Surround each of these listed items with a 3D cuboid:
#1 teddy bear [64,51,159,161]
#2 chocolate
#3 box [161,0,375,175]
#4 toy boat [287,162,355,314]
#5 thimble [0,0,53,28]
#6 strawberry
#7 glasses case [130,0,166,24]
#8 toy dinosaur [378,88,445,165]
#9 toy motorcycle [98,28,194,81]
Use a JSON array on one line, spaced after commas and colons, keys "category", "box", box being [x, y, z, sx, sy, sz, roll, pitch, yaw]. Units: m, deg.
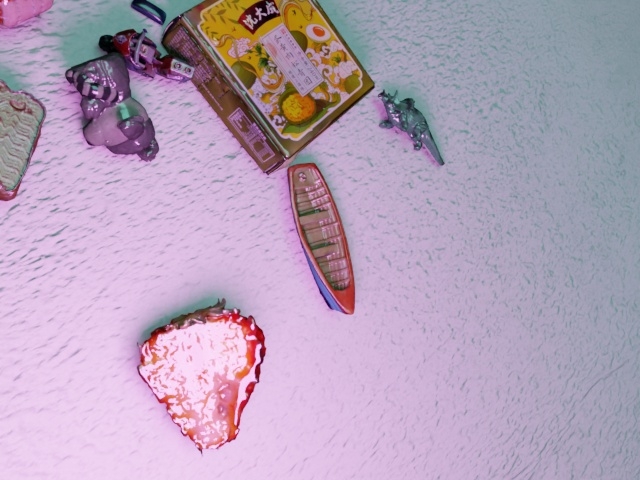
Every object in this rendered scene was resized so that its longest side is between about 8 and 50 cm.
[{"category": "teddy bear", "box": [-0.440, -0.271, 1.342, 0.144, 0.171, 0.251, -26, 100, -13]}, {"category": "chocolate", "box": [-0.633, -0.194, 1.244, 0.148, 0.093, 0.214, 22, 70, -27]}, {"category": "box", "box": [-0.113, -0.434, 1.589, 0.373, 0.138, 0.420, -44, 104, -31]}, {"category": "toy boat", "box": [0.000, 0.000, 1.595, 0.136, 0.079, 0.392, -15, 86, -35]}, {"category": "thimble", "box": [-0.633, -0.528, 1.275, 0.125, 0.163, 0.189, -42, 102, -29]}, {"category": "strawberry", "box": [-0.227, 0.266, 1.364, 0.253, 0.150, 0.280, -33, 100, -12]}, {"category": "glasses case", "box": [-0.399, -0.541, 1.503, 0.083, 0.023, 0.033, 28, 68, -24]}, {"category": "toy dinosaur", "box": [0.261, -0.308, 1.825, 0.120, 0.079, 0.292, -45, 107, -29]}, {"category": "toy motorcycle", "box": [-0.380, -0.411, 1.428, 0.213, 0.122, 0.082, 18, 86, -28]}]
